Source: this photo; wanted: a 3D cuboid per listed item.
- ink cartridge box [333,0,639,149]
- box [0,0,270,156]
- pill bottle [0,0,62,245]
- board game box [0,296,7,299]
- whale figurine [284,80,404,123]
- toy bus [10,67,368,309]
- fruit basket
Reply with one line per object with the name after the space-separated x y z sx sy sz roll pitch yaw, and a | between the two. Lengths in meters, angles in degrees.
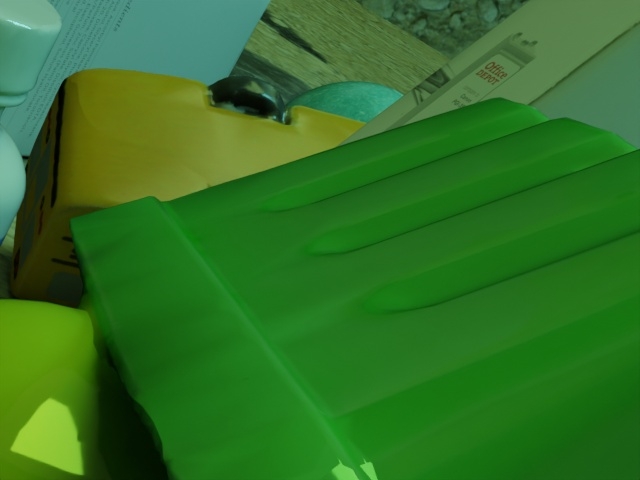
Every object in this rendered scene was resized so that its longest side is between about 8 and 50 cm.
0.107 0.018 0.945 0.207 0.283 0.117 52 1 -24 | ink cartridge box
-0.228 -0.182 1.316 0.215 0.168 0.345 36 15 23 | box
-0.182 -0.003 0.660 0.124 0.221 0.124 29 14 -8 | pill bottle
-0.085 0.096 0.857 0.194 0.060 0.194 23 14 -28 | board game box
0.078 -0.032 1.458 0.272 0.141 0.216 25 10 -12 | whale figurine
0.000 0.000 1.063 0.333 0.130 0.108 13 48 -18 | toy bus
-0.027 0.115 0.538 0.283 0.392 0.392 59 8 -14 | fruit basket
